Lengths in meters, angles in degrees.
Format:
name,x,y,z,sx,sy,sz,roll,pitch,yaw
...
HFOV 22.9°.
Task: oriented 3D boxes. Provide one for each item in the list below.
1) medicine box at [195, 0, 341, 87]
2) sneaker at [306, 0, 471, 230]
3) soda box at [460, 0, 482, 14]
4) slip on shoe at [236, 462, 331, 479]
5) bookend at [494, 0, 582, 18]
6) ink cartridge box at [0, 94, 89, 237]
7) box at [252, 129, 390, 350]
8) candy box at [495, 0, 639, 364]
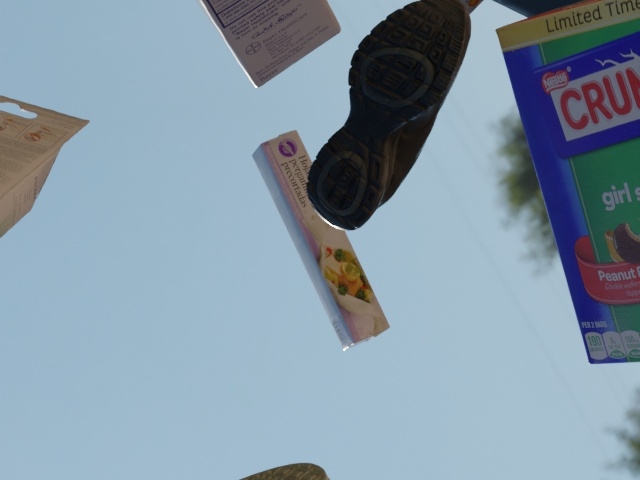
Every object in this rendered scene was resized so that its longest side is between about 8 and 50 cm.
name,x,y,z,sx,sy,sz,roll,pitch,yaw
medicine box,-0.129,-0.396,2.108,0.263,0.149,0.289,56,179,29
sneaker,0.083,-0.148,1.725,0.109,0.286,0.130,38,-151,13
soda box,0.138,-0.342,1.835,0.058,0.063,0.183,12,-131,-34
slip on shoe,-0.136,0.314,1.544,0.123,0.331,0.101,-101,-6,-69
bookend,0.224,-0.304,1.584,0.157,0.072,0.156,21,-123,-25
ink cartridge box,-0.369,-0.087,1.643,0.181,0.056,0.224,17,-152,11
box,0.000,0.000,2.288,0.324,0.063,0.067,64,160,7
candy box,0.319,-0.065,1.325,0.122,0.268,0.317,-20,-83,-40
